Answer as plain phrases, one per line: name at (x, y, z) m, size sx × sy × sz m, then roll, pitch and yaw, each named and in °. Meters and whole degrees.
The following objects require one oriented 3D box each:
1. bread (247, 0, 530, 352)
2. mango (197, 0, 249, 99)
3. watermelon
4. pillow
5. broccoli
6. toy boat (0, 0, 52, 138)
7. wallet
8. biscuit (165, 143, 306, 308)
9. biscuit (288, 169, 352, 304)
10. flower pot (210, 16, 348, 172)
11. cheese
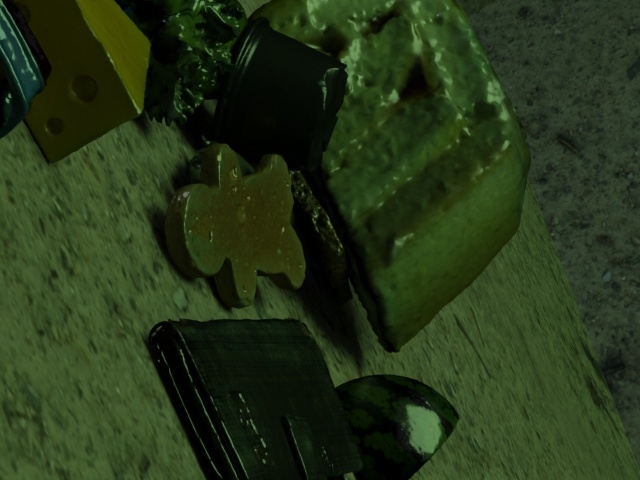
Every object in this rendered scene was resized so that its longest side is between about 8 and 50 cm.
bread at (0.103, -0.104, 2.148) m, size 0.239 × 0.264 × 0.395 m, roll 85°, pitch -20°, yaw -68°
mango at (-0.126, -0.199, 1.960) m, size 0.178 × 0.100 × 0.119 m, roll 46°, pitch 59°, yaw -69°
watermelon at (0.079, 0.201, 1.954) m, size 0.094 × 0.135 × 0.125 m, roll 108°, pitch -35°, yaw -52°
pillow at (-0.074, -0.042, 1.929) m, size 0.241 × 0.051 × 0.093 m, roll 38°, pitch 29°, yaw -54°
broccoli at (-0.143, -0.197, 1.793) m, size 0.154 × 0.167 × 0.160 m, roll 29°, pitch 10°, yaw -10°
toy boat at (-0.284, -0.168, 1.366) m, size 0.097 × 0.100 × 0.223 m, roll -39°, pitch 97°, yaw -40°
wallet at (-0.046, 0.144, 1.687) m, size 0.169 × 0.044 × 0.317 m, roll 66°, pitch 15°, yaw 10°
biscuit at (-0.081, -0.014, 1.802) m, size 0.234 × 0.030 × 0.153 m, roll -15°, pitch 95°, yaw -64°
biscuit at (-0.005, -0.011, 2.053) m, size 0.131 × 0.026 × 0.237 m, roll 64°, pitch -3°, yaw 14°
flower pot at (-0.037, -0.138, 1.973) m, size 0.107 × 0.157 × 0.157 m, roll 20°, pitch 10°, yaw 10°
cheese at (-0.223, -0.174, 1.557) m, size 0.171 × 0.093 × 0.126 m, roll 55°, pitch 18°, yaw -26°
